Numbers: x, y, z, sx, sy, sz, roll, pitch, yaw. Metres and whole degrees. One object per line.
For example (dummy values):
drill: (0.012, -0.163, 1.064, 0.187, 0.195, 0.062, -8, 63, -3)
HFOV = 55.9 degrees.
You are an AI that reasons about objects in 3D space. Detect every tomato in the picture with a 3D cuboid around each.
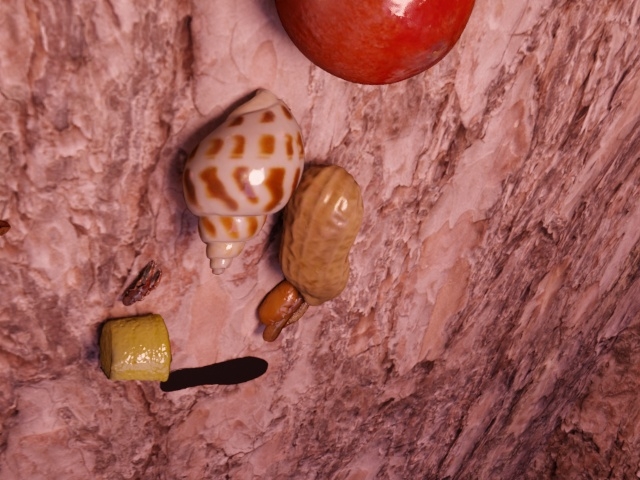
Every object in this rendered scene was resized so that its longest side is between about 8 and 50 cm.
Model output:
tomato: (0.075, -0.327, 0.775, 0.264, 0.265, 0.265, -20, 135, -21)

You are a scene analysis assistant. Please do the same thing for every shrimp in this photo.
shrimp: (-0.300, 0.077, 1.031, 0.092, 0.029, 0.038, -50, 137, 7)

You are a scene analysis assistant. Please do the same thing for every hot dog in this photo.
hot dog: (-0.077, 0.142, 1.227, 0.140, 0.060, 0.090, -40, 135, 7)

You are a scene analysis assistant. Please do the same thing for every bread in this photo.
bread: (-0.318, 0.186, 1.051, 0.114, 0.129, 0.111, -1, 90, -30)

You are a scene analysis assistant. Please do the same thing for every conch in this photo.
conch: (-0.118, -0.087, 0.924, 0.182, 0.149, 0.275, 17, 113, -39)

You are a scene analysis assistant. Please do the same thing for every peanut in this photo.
peanut: (0.000, 0.000, 1.101, 0.325, 0.140, 0.153, 95, 16, -48)

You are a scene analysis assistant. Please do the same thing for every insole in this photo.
insole: (-0.220, 0.285, 1.293, 0.253, 0.005, 0.086, 1, 125, -37)

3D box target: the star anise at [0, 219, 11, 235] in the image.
star anise: (-0.501, 0.007, 0.787, 0.190, 0.070, 0.097, -41, 151, -16)
